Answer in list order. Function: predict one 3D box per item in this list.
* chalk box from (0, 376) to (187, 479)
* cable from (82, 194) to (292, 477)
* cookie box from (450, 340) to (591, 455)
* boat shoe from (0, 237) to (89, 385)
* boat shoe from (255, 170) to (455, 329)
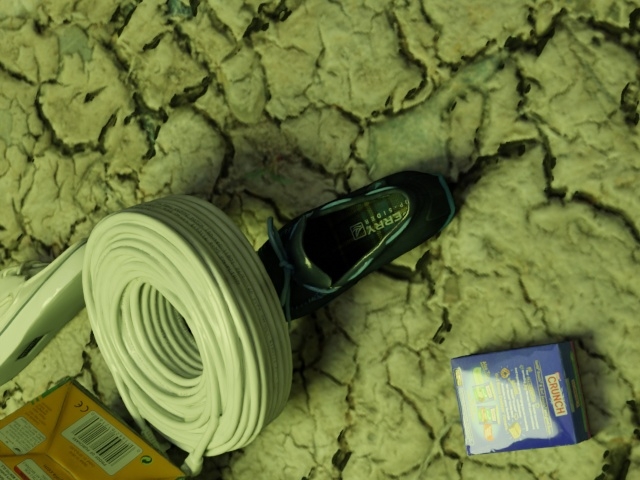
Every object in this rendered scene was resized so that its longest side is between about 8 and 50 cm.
[{"bbox_3d":[-0.271,0.322,1.401,0.180,0.179,0.289,35,135,24],"label":"chalk box"},{"bbox_3d":[-0.128,0.082,1.327,0.257,0.089,0.257,59,142,8],"label":"cable"},{"bbox_3d":[0.178,0.141,1.230,0.107,0.040,0.092,-11,88,31],"label":"cookie box"},{"bbox_3d":[-0.320,0.066,1.487,0.258,0.095,0.084,-42,77,25],"label":"boat shoe"},{"bbox_3d":[0.000,0.000,1.297,0.258,0.089,0.109,-37,75,27],"label":"boat shoe"}]
